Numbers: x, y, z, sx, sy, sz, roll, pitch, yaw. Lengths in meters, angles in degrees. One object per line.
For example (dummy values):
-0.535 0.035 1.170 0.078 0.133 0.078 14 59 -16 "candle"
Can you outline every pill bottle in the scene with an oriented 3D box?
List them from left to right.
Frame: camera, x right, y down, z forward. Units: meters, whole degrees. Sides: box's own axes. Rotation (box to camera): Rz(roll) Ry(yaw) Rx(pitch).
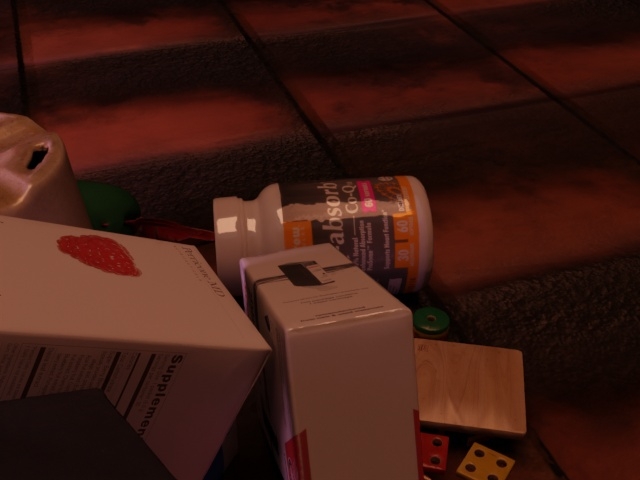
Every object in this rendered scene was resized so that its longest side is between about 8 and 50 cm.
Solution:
0.000 0.000 1.111 0.278 0.162 0.162 -4 35 -7 "pill bottle"

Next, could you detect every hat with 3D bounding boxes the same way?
-0.264 -0.058 1.159 0.183 0.208 0.173 -36 67 -20 "hat"

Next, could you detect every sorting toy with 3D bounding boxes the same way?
0.163 0.184 0.950 0.132 0.046 0.274 6 35 7 "sorting toy"

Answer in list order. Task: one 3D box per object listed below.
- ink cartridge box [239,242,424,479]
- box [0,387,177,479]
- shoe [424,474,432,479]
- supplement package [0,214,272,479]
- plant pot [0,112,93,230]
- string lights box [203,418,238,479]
0.001 0.130 0.826 0.114 0.197 0.273 -8 13 -11 "ink cartridge box"
-0.170 0.287 0.506 0.183 0.296 0.294 -3 17 -34 "box"
0.010 0.279 0.814 0.219 0.058 0.076 -9 67 -7 "shoe"
-0.227 0.099 0.720 0.293 0.175 0.177 11 25 -42 "supplement package"
-0.375 0.038 0.928 0.334 0.305 0.334 0 35 0 "plant pot"
-0.202 0.255 0.819 0.133 0.077 0.260 15 37 20 "string lights box"
